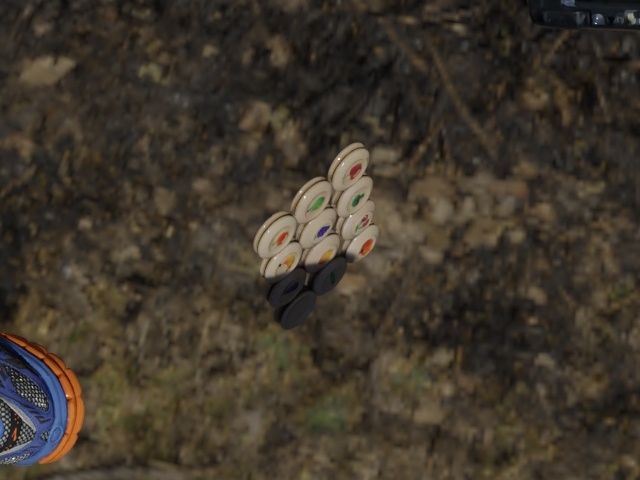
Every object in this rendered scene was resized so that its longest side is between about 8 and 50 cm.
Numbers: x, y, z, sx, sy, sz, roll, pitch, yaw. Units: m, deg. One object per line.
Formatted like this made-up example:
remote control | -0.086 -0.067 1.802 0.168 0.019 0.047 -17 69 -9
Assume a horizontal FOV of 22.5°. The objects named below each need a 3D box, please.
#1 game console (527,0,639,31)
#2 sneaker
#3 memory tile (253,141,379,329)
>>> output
game console | 0.275 -0.219 0.993 0.293 0.250 0.173 7 128 22
sneaker | -0.237 0.061 0.865 0.221 0.087 0.083 17 94 11
memory tile | 0.000 0.000 1.181 0.012 0.113 0.148 40 162 24
